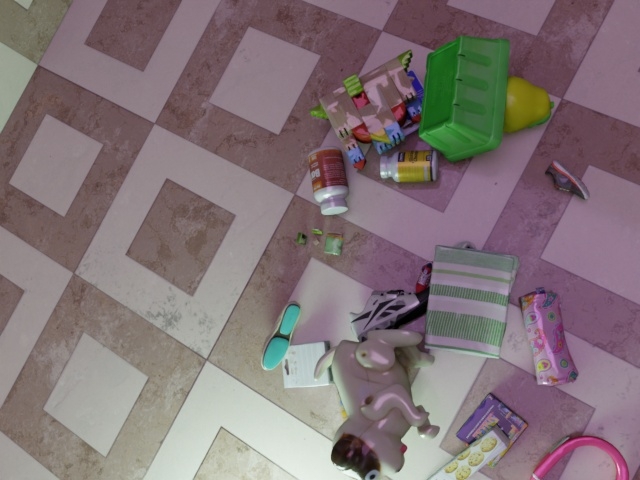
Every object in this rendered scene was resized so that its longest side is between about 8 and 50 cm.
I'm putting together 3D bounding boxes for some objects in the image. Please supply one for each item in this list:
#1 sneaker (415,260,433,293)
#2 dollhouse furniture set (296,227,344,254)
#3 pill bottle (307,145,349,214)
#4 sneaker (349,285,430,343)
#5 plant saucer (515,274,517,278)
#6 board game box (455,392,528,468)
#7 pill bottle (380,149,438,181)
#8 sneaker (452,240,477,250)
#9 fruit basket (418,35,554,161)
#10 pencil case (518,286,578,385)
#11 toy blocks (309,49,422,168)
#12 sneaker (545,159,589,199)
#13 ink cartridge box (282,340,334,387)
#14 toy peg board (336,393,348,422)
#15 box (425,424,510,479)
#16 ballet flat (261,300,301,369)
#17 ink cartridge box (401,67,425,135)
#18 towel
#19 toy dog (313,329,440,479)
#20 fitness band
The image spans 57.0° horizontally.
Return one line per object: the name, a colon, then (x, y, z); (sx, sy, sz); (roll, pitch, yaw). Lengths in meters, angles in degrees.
sneaker: (0.335, 0.119, 1.899); (0.042, 0.067, 0.118); (24, 88, 18)
dollhouse furniture set: (0.000, 0.000, 2.020); (0.152, 0.058, 0.076); (9, 84, 17)
pill bottle: (0.030, -0.202, 2.013); (0.121, 0.121, 0.216); (-13, 77, 14)
sneaker: (0.232, 0.202, 1.882); (0.331, 0.122, 0.146); (-32, 65, 12)
plant saucer: (0.577, 0.103, 1.861); (0.084, 0.013, 0.083); (-3, 80, 15)
board game box: (0.517, 0.572, 1.780); (0.141, 0.048, 0.170); (38, 92, 17)
pill bottle: (0.295, -0.246, 1.954); (0.184, 0.103, 0.103); (0, 81, 16)
sneaker: (0.438, 0.142, 1.833); (0.111, 0.129, 0.297); (1, 83, 8)
fruit basket: (0.529, -0.440, 1.878); (0.392, 0.283, 0.392); (3, 84, -29)
pencil case: (0.674, 0.285, 1.746); (0.124, 0.124, 0.284); (-11, 76, 14)
toy blocks: (0.185, -0.409, 1.935); (0.381, 0.191, 0.260); (-27, 81, 8)
sneaker: (0.770, -0.178, 1.841); (0.158, 0.061, 0.065); (52, 123, 18)
ink cartridge box: (-0.045, 0.419, 1.981); (0.179, 0.045, 0.145); (-13, 77, 32)
toy peg board: (0.138, 0.551, 1.876); (0.161, 0.079, 0.160); (-19, 76, 12)
box: (0.420, 0.671, 1.746); (0.324, 0.063, 0.067); (-46, 72, 18)
ballet flat: (-0.139, 0.318, 2.000); (0.086, 0.086, 0.248); (26, 87, 18)
ink cartridge box: (0.276, -0.452, 2.025); (0.206, 0.045, 0.208); (-28, 72, 10)
towel: (0.448, 0.186, 1.768); (0.248, 0.038, 0.324); (7, 102, 4)
toy dog: (0.146, 0.487, 1.708); (0.396, 0.284, 0.407); (1, 61, 13)
fitness band: (0.741, 0.694, 1.692); (0.209, 0.054, 0.291); (44, 95, 18)
